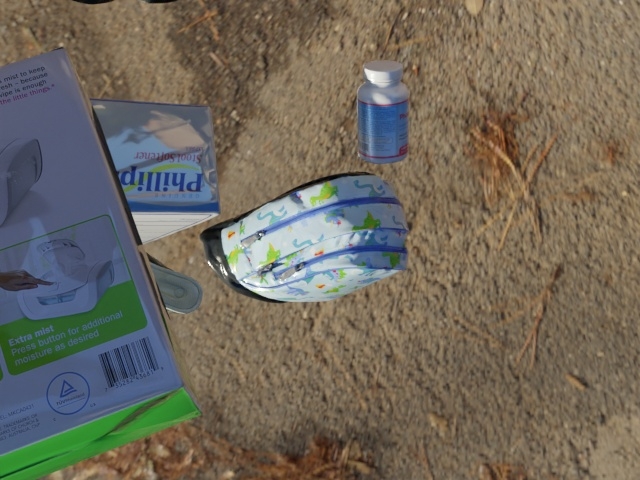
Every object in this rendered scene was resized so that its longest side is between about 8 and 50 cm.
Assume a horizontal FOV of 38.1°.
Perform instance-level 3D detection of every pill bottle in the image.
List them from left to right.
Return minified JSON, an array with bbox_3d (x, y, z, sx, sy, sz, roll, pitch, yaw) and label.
[{"bbox_3d":[0.105,-0.216,1.555,0.087,0.087,0.160,3,118,9],"label":"pill bottle"}]

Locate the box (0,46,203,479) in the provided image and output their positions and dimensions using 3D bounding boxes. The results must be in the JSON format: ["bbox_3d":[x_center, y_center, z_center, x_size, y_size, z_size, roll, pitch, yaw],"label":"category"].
[{"bbox_3d":[-0.236,0.040,0.567,0.262,0.126,0.231,-21,73,-8],"label":"box"}]

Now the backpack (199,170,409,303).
[{"bbox_3d":[0.000,0.000,1.767,0.356,0.290,0.273,-37,61,25],"label":"backpack"}]

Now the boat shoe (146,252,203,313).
[{"bbox_3d":[-0.307,0.053,1.516,0.233,0.079,0.084,30,78,-15],"label":"boat shoe"}]

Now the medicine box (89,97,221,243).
[{"bbox_3d":[-0.314,-0.081,1.230,0.289,0.264,0.149,-17,77,56],"label":"medicine box"}]

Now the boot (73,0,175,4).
[{"bbox_3d":[-0.285,-0.317,0.987,0.229,0.263,0.091,25,105,29],"label":"boot"}]
